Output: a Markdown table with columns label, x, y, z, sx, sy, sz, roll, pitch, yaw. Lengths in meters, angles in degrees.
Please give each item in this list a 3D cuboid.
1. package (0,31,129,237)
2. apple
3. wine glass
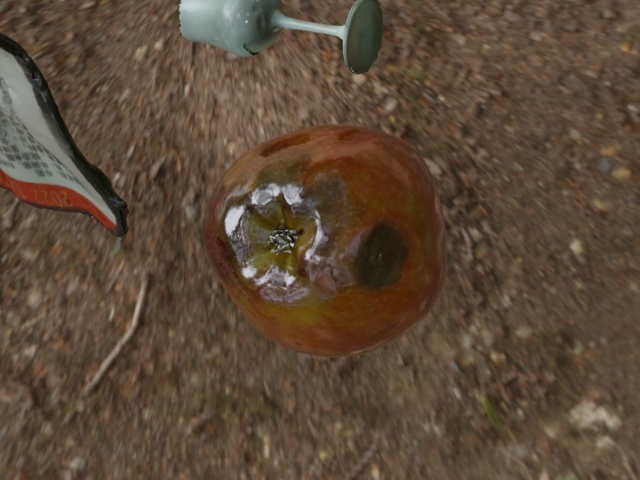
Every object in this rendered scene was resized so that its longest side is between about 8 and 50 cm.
| label | x | y | z | sx | sy | sz | roll | pitch | yaw |
| --- | --- | --- | --- | --- | --- | --- | --- | --- | --- |
| package | -0.178 | -0.101 | 0.731 | 0.040 | 0.166 | 0.232 | -49 | 135 | -22 |
| apple | 0.000 | 0.000 | 1.501 | 0.229 | 0.230 | 0.230 | -1 | 100 | -4 |
| wine glass | -0.042 | -0.212 | 1.574 | 0.195 | 0.079 | 0.079 | 14 | 101 | 27 |
